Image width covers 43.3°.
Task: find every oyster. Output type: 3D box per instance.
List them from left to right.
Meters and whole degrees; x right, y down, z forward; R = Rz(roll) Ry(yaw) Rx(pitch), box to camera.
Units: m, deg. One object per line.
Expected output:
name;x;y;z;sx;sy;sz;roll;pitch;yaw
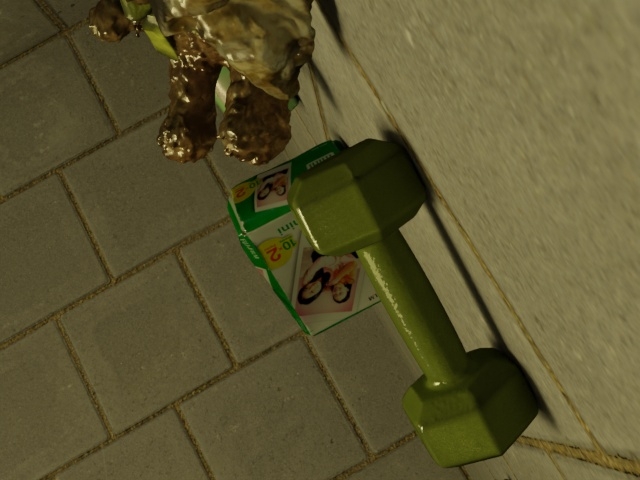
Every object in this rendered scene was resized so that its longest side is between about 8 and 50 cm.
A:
oyster;-0.085;-0.239;0.575;0.166;0.110;0.341;52;161;36

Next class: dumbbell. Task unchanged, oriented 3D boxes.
dumbbell;0.083;0.058;0.719;0.302;0.108;0.121;60;178;-13

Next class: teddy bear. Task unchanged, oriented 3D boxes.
teddy bear;-0.146;-0.235;0.861;0.222;0.246;0.296;1;-87;-58

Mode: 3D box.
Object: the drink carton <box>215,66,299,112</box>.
drink carton;-0.119;-0.245;1.284;0.142;0.146;0.144;52;-179;-17

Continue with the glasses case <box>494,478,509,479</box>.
glasses case;0.319;0.462;1.346;0.102;0.070;0.193;61;178;-2

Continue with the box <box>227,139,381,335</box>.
box;0.000;0.000;1.093;0.250;0.180;0.103;60;-177;-43
